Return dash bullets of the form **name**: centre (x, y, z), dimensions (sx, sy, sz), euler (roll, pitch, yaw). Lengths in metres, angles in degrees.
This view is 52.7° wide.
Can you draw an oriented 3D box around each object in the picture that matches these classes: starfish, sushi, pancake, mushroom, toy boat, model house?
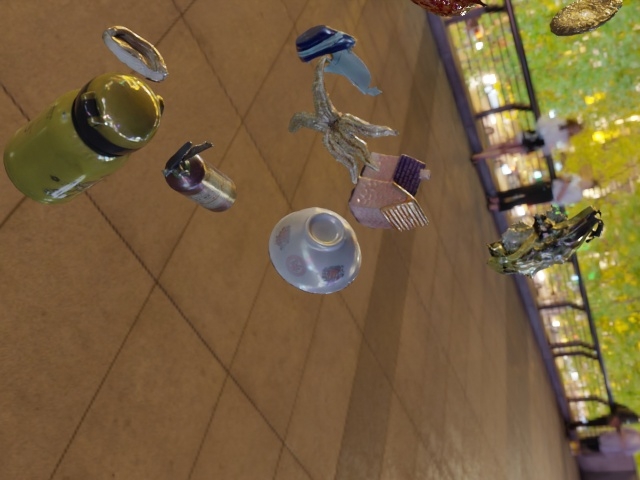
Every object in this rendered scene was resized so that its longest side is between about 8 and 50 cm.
- **starfish**: centre (0.068, -0.302, 1.733), dimensions (0.293, 0.301, 0.084), euler (42, 48, 6)
- **sushi**: centre (0.557, 0.006, 1.619), dimensions (0.131, 0.291, 0.139), euler (66, 5, 28)
- **pancake**: centre (0.720, -0.615, 1.758), dimensions (0.021, 0.199, 0.199), euler (55, 33, -32)
- **mushroom**: centre (-0.537, -0.551, 1.887), dimensions (0.210, 0.072, 0.094), euler (32, 58, -28)
- **toy boat**: centre (0.067, -0.496, 1.861), dimensions (0.291, 0.221, 0.067), euler (38, 64, -34)
- **model house**: centre (0.263, -0.156, 2.232), dimensions (0.236, 0.238, 0.202), euler (-66, 146, -20)

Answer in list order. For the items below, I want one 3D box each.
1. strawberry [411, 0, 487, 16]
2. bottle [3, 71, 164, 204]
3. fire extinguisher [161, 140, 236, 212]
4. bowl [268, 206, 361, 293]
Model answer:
- **strawberry**: centre (0.208, -0.526, 1.052), dimensions (0.343, 0.292, 0.292), euler (62, 29, -27)
- **bottle**: centre (-0.429, -0.191, 1.195), dimensions (0.172, 0.351, 0.171), euler (21, 61, -44)
- **fire extinguisher**: centre (-0.198, -0.112, 1.083), dimensions (0.071, 0.099, 0.231), euler (58, 3, 14)
- **bowl**: centre (0.000, 0.000, 2.255), dimensions (0.157, 0.346, 0.345), euler (115, -17, -55)
